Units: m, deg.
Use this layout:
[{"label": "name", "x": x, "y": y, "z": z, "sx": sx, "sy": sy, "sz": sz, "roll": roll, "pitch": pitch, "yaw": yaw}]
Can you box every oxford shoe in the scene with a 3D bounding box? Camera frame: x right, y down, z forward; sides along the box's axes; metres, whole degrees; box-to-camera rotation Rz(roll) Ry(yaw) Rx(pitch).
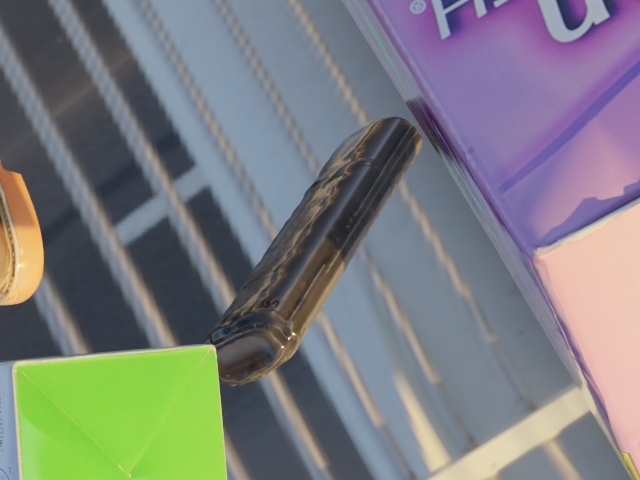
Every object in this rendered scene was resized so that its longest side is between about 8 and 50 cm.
[{"label": "oxford shoe", "x": -0.384, "y": -0.103, "z": 1.615, "sx": 0.130, "sy": 0.133, "sz": 0.364, "roll": -43, "pitch": 66, "yaw": 40}]

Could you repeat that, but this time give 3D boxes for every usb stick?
[{"label": "usb stick", "x": 0.000, "y": 0.000, "z": 1.148, "sx": 0.077, "sy": 0.278, "sz": 0.045, "roll": -28, "pitch": 107, "yaw": 35}]

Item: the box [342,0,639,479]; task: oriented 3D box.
[{"label": "box", "x": 0.072, "y": -0.077, "z": 0.502, "sx": 0.117, "sy": 0.213, "sz": 0.243, "roll": -31, "pitch": 63, "yaw": 3}]

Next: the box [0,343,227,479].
[{"label": "box", "x": -0.160, "y": 0.192, "z": 0.888, "sx": 0.231, "sy": 0.127, "sz": 0.262, "roll": -10, "pitch": 84, "yaw": 50}]
